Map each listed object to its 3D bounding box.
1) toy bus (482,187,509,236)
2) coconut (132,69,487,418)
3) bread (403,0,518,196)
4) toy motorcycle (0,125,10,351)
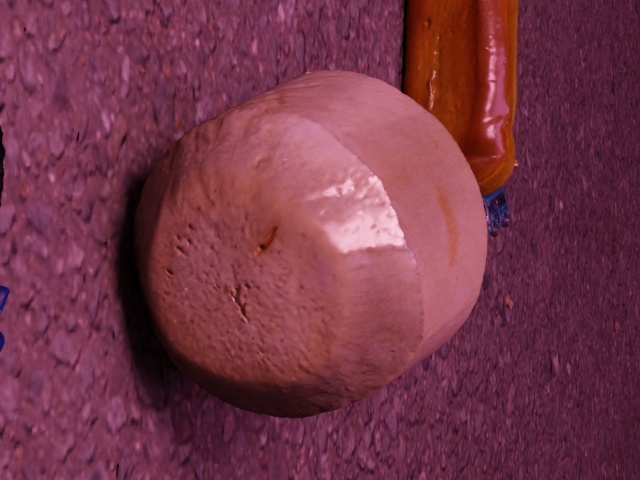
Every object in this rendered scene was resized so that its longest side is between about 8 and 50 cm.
[{"bbox_3d":[0.162,-0.029,1.556,0.083,0.038,0.046,-30,111,-67],"label":"toy bus"},{"bbox_3d":[0.000,0.000,0.959,0.222,0.202,0.202,-34,119,-62],"label":"coconut"},{"bbox_3d":[0.129,-0.162,1.415,0.094,0.102,0.246,29,63,-72],"label":"bread"},{"bbox_3d":[-0.199,0.014,0.596,0.315,0.113,0.169,-2,101,-76],"label":"toy motorcycle"}]
